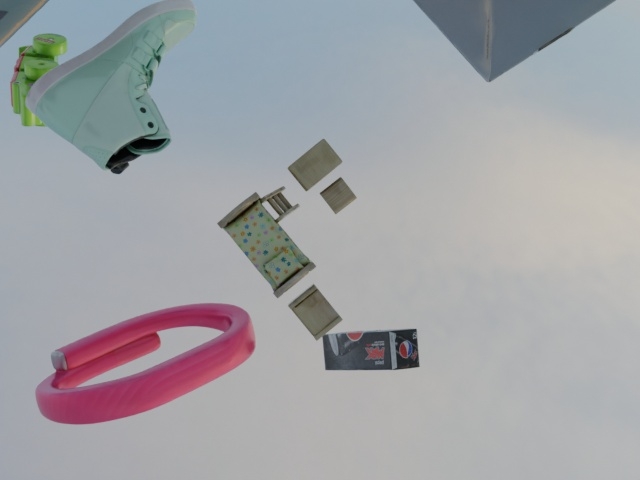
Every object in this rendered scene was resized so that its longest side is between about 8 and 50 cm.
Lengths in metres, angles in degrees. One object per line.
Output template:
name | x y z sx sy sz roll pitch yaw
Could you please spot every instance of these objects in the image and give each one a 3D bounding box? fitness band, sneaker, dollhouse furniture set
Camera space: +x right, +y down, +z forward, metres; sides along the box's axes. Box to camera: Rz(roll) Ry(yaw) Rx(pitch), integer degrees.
fitness band | -0.216 0.147 1.214 0.209 0.054 0.291 3 -161 45
sneaker | -0.213 -0.184 1.186 0.151 0.094 0.256 45 -118 4
dollhouse furniture set | 0.000 0.000 1.132 0.182 0.161 0.101 50 179 -1

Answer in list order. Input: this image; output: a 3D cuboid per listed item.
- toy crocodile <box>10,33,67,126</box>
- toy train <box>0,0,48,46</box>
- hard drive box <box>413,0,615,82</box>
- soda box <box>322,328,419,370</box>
toy crocodile | -0.548 -0.311 1.862 0.105 0.115 0.340 2 -148 -9
toy train | -0.145 -0.136 0.314 0.190 0.334 0.142 -1 -104 -41
hard drive box | 0.143 -0.224 0.547 0.089 0.181 0.232 43 -144 -24
soda box | 0.072 0.162 1.432 0.053 0.060 0.169 -1 174 -35
